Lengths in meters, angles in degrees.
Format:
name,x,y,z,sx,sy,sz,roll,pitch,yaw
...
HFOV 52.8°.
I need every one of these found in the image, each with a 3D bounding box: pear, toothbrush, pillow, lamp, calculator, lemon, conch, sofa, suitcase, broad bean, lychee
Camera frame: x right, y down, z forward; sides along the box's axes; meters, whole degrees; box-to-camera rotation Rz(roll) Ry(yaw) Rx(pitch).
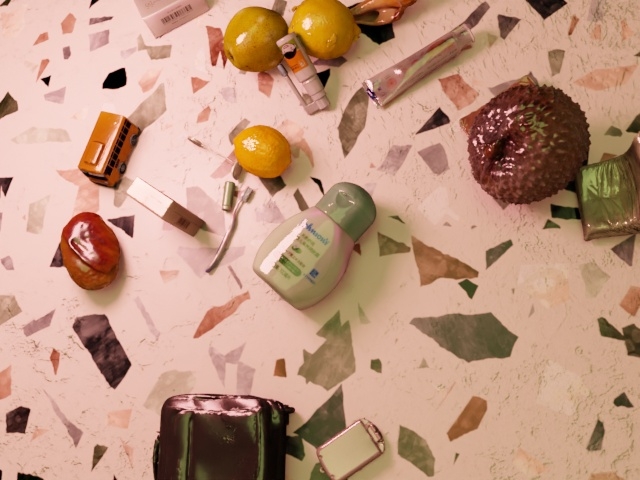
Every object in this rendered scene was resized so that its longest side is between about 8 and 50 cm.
name,x,y,z,sx,sy,sz,roll,pitch,yaw
pear,-0.185,-0.576,1.844,0.198,0.198,0.198,-3,73,11
toothbrush,-0.253,-0.031,1.786,0.027,0.021,0.269,21,80,22
pillow,0.490,-0.328,1.708,0.232,0.043,0.126,-34,73,0
lamp,-0.308,-0.240,1.844,0.198,0.050,0.056,29,83,18
calculator,0.071,0.507,1.552,0.175,0.032,0.100,-35,70,1
lemon,0.013,-0.600,1.821,0.206,0.173,0.173,11,76,1
conch,0.172,-0.681,1.859,0.330,0.109,0.093,-12,32,29
lemon,-0.162,-0.247,1.769,0.187,0.142,0.142,27,81,24
sofa,0.713,-0.128,1.506,0.176,0.225,0.210,-5,75,6
suitcase,-0.240,0.544,1.541,0.339,0.188,0.345,-4,75,16
broad bean,-0.640,0.031,1.797,0.156,0.122,0.228,-17,76,-20
lychee,0.499,-0.231,1.561,0.300,0.300,0.300,-3,73,11

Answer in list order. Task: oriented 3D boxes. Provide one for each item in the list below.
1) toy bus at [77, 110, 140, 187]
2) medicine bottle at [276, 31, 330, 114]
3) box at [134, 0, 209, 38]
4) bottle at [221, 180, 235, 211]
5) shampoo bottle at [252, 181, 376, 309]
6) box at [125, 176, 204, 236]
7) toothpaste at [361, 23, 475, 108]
name,x,y,z,sx,sy,sz,roll,pitch,yaw
toy bus,-0.620,-0.266,1.882,0.098,0.114,0.201,15,77,16
medicine bottle,-0.055,-0.463,1.801,0.092,0.061,0.220,-28,107,14
box,-0.502,-0.816,2.025,0.200,0.106,0.299,-27,72,1
bottle,-0.259,-0.124,1.810,0.030,0.030,0.083,3,75,13
shampoo bottle,0.000,0.000,1.656,0.222,0.151,0.349,41,84,21
box,-0.416,-0.088,1.741,0.141,0.201,0.058,33,87,20
toothpaste,0.273,-0.488,1.792,0.323,0.066,0.100,-31,71,6
